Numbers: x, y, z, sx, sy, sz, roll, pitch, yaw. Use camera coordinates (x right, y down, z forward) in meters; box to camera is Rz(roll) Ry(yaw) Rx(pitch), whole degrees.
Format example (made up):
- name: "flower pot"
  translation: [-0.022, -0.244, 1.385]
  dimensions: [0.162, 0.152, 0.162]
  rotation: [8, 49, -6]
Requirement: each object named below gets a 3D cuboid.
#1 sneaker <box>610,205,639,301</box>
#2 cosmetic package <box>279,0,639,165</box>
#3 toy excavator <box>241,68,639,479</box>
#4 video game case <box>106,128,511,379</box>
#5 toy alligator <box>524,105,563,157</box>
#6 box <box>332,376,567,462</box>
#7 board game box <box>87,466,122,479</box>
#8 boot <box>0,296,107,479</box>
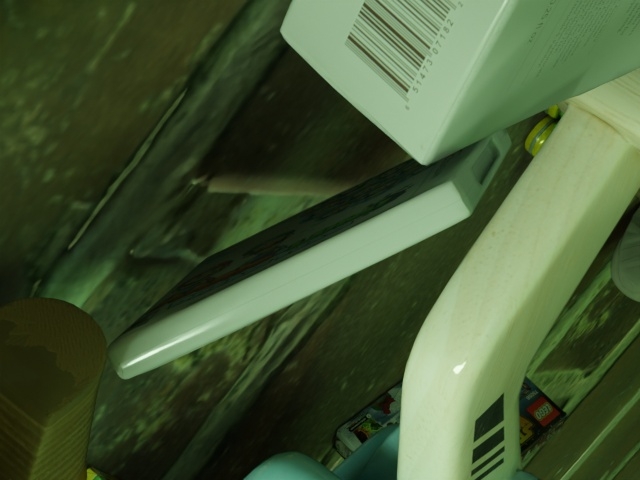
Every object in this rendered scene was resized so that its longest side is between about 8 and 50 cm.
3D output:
- name: "sneaker"
  translation: [0.302, 0.008, 1.375]
  dimensions: [0.232, 0.090, 0.115]
  rotation: [-26, 155, -40]
- name: "cosmetic package"
  translation: [0.166, -0.227, 0.657]
  dimensions: [0.284, 0.097, 0.377]
  rotation: [-22, 149, -44]
- name: "toy excavator"
  translation: [0.058, 0.150, 0.904]
  dimensions: [0.433, 0.222, 0.445]
  rotation: [-40, 150, -23]
- name: "video game case"
  translation: [0.000, 0.000, 0.716]
  dimensions: [0.157, 0.019, 0.143]
  rotation: [-26, -173, 17]
- name: "toy alligator"
  translation: [0.157, -0.049, 1.024]
  dimensions: [0.051, 0.056, 0.189]
  rotation: [-35, 157, -28]
- name: "box"
  translation: [0.089, 0.130, 1.175]
  dimensions: [0.137, 0.094, 0.027]
  rotation: [-34, 156, -29]
- name: "board game box"
  translation: [-0.133, 0.201, 0.942]
  dimensions: [0.141, 0.048, 0.170]
  rotation: [-44, 160, -2]
- name: "boot"
  translation: [-0.200, 0.154, 0.644]
  dimensions: [0.295, 0.104, 0.211]
  rotation: [-32, 155, -44]
